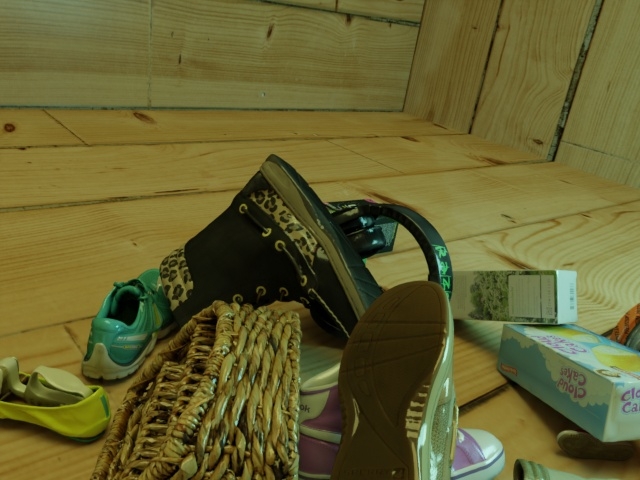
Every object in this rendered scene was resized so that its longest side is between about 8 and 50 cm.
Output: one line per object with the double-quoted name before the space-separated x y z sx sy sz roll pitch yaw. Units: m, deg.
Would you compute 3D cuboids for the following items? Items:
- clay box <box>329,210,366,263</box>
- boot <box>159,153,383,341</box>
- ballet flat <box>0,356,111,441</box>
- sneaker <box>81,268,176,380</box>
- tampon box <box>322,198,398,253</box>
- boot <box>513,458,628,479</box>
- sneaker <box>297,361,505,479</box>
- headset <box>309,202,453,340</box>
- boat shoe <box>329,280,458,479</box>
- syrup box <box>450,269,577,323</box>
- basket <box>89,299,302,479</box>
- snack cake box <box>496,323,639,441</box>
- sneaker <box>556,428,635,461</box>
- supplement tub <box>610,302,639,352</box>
"clay box" 0.000 0.000 1.253 0.221 0.128 0.053 1 23 -21
"boot" -0.076 0.082 0.894 0.378 0.284 0.138 57 11 20
"ballet flat" -0.374 0.189 0.720 0.230 0.077 0.077 11 23 6
"sneaker" -0.288 0.108 0.906 0.106 0.110 0.275 8 22 -2
"tampon box" 0.092 -0.033 1.399 0.160 0.102 0.120 -8 29 -37
"boot" 0.306 0.336 0.641 0.164 0.077 0.213 13 18 6
"sneaker" 0.105 0.220 0.706 0.281 0.161 0.102 3 -1 -17
"headset" 0.063 0.051 1.039 0.393 0.244 0.185 6 10 38
"boat shoe" 0.086 0.194 0.609 0.121 0.110 0.341 -8 43 29
"syrup box" 0.338 0.102 1.056 0.236 0.093 0.096 -4 -6 43
"basket" -0.140 0.190 0.632 0.222 0.214 0.299 8 22 -5
"snack cake box" 0.416 0.208 0.890 0.152 0.089 0.264 3 8 -16
"sneaker" 0.392 0.284 0.840 0.118 0.042 0.067 13 26 -10
"supplement tub" 0.614 0.226 0.869 0.193 0.194 0.316 2 24 -18
